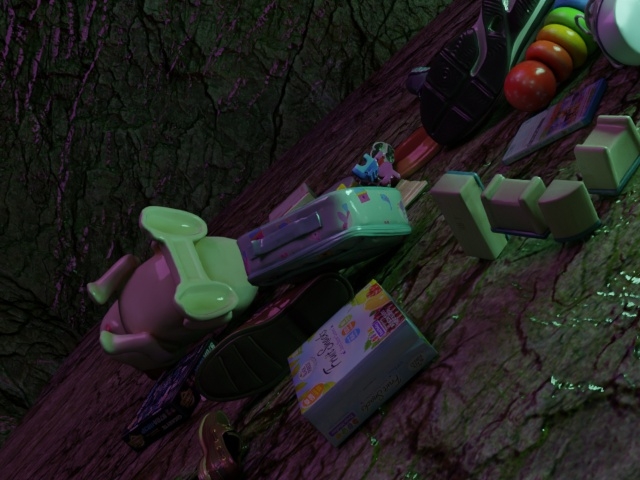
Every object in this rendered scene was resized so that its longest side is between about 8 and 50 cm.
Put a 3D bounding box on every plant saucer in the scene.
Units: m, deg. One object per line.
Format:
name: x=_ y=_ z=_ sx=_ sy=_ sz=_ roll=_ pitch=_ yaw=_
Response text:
plant saucer: x=0.213 y=-0.204 z=1.747 sx=0.200 sy=0.037 sz=0.200 roll=-40 pitch=13 yaw=11

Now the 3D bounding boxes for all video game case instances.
video game case: x=0.375 y=-0.189 z=1.247 sx=0.166 sy=0.015 sz=0.119 roll=-29 pitch=18 yaw=49

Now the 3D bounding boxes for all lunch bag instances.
lunch bag: x=0.000 y=0.000 z=1.353 sx=0.279 sy=0.108 sz=0.224 roll=-26 pitch=-12 yaw=34

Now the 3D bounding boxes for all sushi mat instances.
sushi mat: x=0.084 y=-0.007 z=1.552 sx=0.316 sy=0.019 sz=0.151 roll=-45 pitch=14 yaw=-8

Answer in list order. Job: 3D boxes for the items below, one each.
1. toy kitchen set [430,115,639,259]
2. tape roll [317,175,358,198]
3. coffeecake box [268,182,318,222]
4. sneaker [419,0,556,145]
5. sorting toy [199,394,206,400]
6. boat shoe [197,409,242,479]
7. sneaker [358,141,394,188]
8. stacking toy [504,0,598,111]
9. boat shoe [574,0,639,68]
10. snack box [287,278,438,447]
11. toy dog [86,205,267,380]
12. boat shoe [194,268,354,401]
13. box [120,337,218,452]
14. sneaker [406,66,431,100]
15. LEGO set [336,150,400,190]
toy kitchen set: x=0.283 y=-0.065 z=0.986 sx=0.207 sy=0.122 sz=0.166 roll=11 pitch=53 yaw=50
tape roll: x=0.016 y=-0.046 z=1.763 sx=0.219 sy=0.072 sz=0.219 roll=-40 pitch=13 yaw=11
coffeecake box: x=-0.068 y=-0.076 z=2.126 sx=0.142 sy=0.068 sz=0.185 roll=-42 pitch=13 yaw=5
sneaker: x=0.395 y=-0.382 z=1.567 sx=0.257 sy=0.169 sz=0.448 roll=-8 pitch=-43 yaw=-44
sorting toy: x=-0.216 y=0.278 z=1.526 sx=0.075 sy=0.044 sz=0.083 roll=-65 pitch=15 yaw=-6
boat shoe: x=-0.141 y=0.305 z=1.145 sx=0.060 sy=0.064 sz=0.178 roll=-37 pitch=20 yaw=6
sneaker: x=0.123 y=-0.131 z=1.701 sx=0.071 sy=0.068 sz=0.170 roll=107 pitch=-177 yaw=-68
stacking toy: x=0.444 y=-0.364 z=1.375 sx=0.330 sy=0.141 sz=0.141 roll=-52 pitch=14 yaw=-11
boat shoe: x=0.473 y=-0.354 z=1.210 sx=0.156 sy=0.136 sz=0.367 roll=-28 pitch=17 yaw=50
snack box: x=0.047 y=0.153 z=1.025 sx=0.174 sy=0.070 sz=0.207 roll=-43 pitch=12 yaw=3
toy dog: x=-0.350 y=0.143 z=1.785 sx=0.408 sy=0.285 sz=0.395 roll=-43 pitch=-18 yaw=32
boat shoe: x=-0.075 y=0.164 z=1.317 sx=0.307 sy=0.111 sz=0.104 roll=-33 pitch=7 yaw=-4
box: x=-0.305 y=0.318 z=1.619 sx=0.175 sy=0.051 sz=0.220 roll=-37 pitch=14 yaw=29
sneaker: x=0.283 y=-0.431 z=2.172 sx=0.098 sy=0.083 sz=0.223 roll=-52 pitch=15 yaw=-13
LEGO set: x=0.086 y=-0.084 z=1.584 sx=0.227 sy=0.093 sz=0.087 roll=-51 pitch=-18 yaw=-8
